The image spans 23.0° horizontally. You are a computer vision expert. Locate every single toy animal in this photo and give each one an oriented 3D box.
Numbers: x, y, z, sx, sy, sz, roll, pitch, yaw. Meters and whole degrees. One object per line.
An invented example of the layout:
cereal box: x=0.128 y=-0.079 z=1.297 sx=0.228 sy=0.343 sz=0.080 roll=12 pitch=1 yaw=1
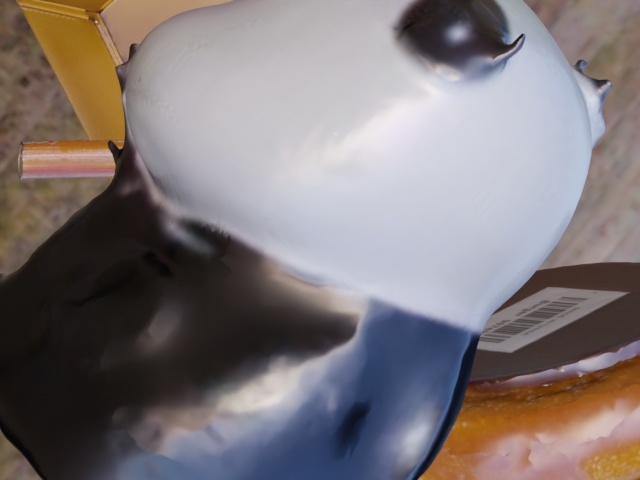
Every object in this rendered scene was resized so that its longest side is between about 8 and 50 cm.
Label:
toy animal: x=0.000 y=0.000 z=0.789 sx=0.310 sy=0.251 sz=0.251 roll=-52 pitch=174 yaw=13

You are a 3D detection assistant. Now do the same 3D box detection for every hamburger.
hamburger: x=0.173 y=0.164 z=1.079 sx=0.330 sy=0.250 sz=0.330 roll=-13 pitch=-169 yaw=3

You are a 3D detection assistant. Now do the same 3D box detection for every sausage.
sausage: x=-0.184 y=-0.064 z=1.238 sx=0.107 sy=0.031 sz=0.031 roll=-3 pitch=153 yaw=-20

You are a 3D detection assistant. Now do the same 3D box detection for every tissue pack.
tissue pack: x=-0.156 y=-0.184 z=1.585 sx=0.194 sy=0.145 sz=0.274 roll=-47 pitch=136 yaw=-28
